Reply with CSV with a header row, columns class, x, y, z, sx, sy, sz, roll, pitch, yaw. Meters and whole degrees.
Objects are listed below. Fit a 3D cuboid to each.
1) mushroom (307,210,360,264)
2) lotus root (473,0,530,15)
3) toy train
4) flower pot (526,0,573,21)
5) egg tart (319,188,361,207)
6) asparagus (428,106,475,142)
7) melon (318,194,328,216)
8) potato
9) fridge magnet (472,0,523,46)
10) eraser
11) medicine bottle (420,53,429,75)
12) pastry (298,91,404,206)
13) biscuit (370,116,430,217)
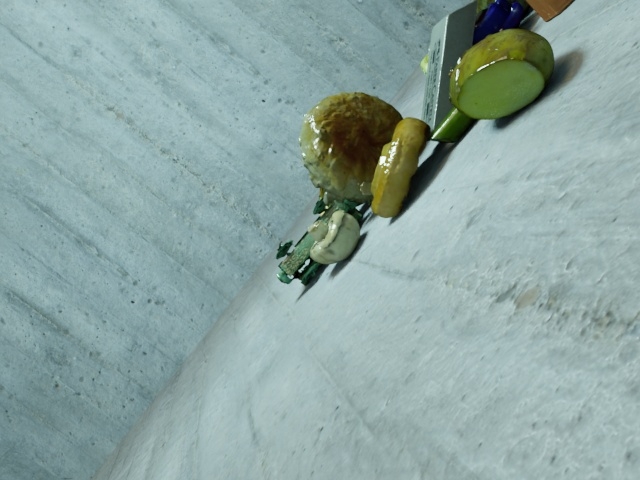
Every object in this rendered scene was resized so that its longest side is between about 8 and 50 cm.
class,x,y,z,sx,sy,sz,roll,pitch,yaw
mushroom,0.027,-0.006,1.805,0.154,0.123,0.154,-54,12,17
lotus root,0.503,-0.680,1.973,0.173,0.173,0.309,-55,-10,-28
toy train,0.006,0.005,2.006,0.307,0.126,0.189,-51,-25,7
flower pot,0.517,-0.624,1.642,0.190,0.173,0.190,-48,8,9
egg tart,0.081,-0.177,2.078,0.213,0.090,0.212,-23,-35,-17
asparagus,0.345,-0.314,1.594,0.277,0.067,0.060,-53,35,15
melon,0.025,-0.047,2.165,0.128,0.079,0.160,22,-100,-58
potato,0.329,-0.309,1.354,0.176,0.141,0.298,-61,7,-3
fridge magnet,0.422,-0.513,1.899,0.265,0.113,0.265,-53,6,7
eraser,0.307,-0.406,1.773,0.111,0.078,0.352,167,111,-80
medicine bottle,0.432,-0.608,2.305,0.239,0.124,0.124,-45,9,35
pastry,0.092,-0.254,1.916,0.329,0.330,0.136,-55,4,-26
biscuit,0.181,-0.183,1.689,0.274,0.091,0.213,-60,-11,-66
